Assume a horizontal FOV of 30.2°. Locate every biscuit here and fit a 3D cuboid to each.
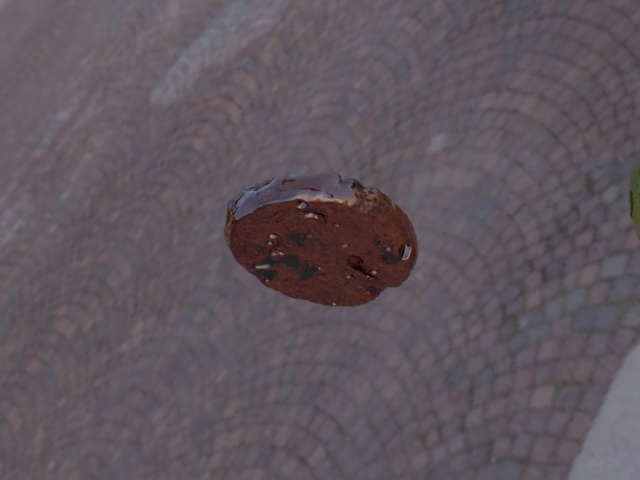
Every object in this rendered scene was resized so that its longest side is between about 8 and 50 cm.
[{"bbox_3d":[0.000,0.000,1.117,0.192,0.192,0.049,-27,41,38],"label":"biscuit"}]

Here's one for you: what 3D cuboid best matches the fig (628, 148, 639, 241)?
[{"bbox_3d":[0.133,-0.015,0.366,0.074,0.074,0.088,-44,-4,12],"label":"fig"}]
